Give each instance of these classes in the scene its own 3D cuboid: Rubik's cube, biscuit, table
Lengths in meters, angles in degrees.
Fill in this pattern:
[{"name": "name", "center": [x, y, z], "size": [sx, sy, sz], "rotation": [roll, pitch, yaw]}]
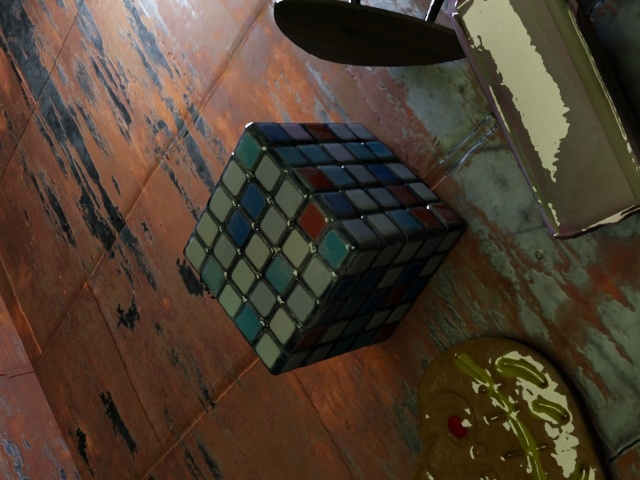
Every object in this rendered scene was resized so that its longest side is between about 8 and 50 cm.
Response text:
[{"name": "Rubik's cube", "center": [0.000, 0.000, 1.277], "size": [0.292, 0.287, 0.293], "rotation": [47, 124, 27]}, {"name": "biscuit", "center": [0.274, 0.353, 1.218], "size": [0.350, 0.070, 0.394], "rotation": [-34, 73, 40]}, {"name": "table", "center": [0.081, -0.426, 1.209], "size": [0.317, 0.317, 0.249], "rotation": [8, 88, 42]}]

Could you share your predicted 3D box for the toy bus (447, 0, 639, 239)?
[{"name": "toy bus", "center": [0.299, -0.193, 0.998], "size": [0.171, 0.162, 0.386], "rotation": [-26, 88, 20]}]
